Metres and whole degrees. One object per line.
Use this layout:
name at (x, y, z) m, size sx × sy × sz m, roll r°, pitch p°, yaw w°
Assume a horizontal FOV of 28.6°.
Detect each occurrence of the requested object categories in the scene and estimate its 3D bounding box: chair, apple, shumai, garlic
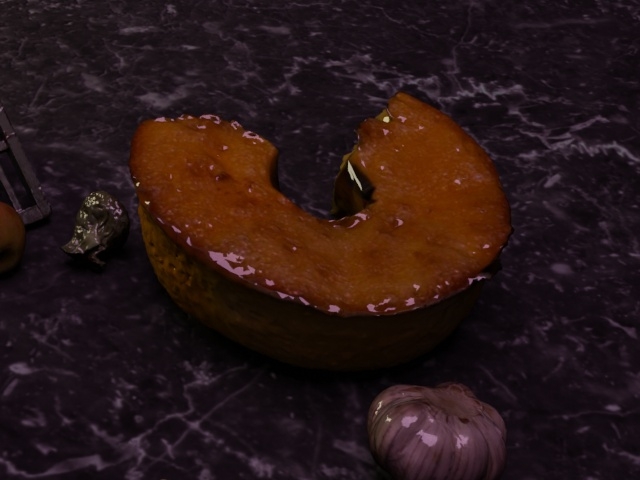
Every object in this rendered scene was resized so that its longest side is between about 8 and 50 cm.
chair at (-0.461, -0.119, 1.549) m, size 0.136 × 0.147 × 0.270 m, roll -26°, pitch 94°, yaw -32°
apple at (-0.375, -0.002, 1.438) m, size 0.084 × 0.084 × 0.071 m, roll -25°, pitch 60°, yaw -33°
shumai at (-0.272, -0.010, 1.478) m, size 0.080 × 0.082 × 0.083 m, roll -29°, pitch 31°, yaw -35°
garlic at (0.116, 0.204, 1.263) m, size 0.147 × 0.102 × 0.159 m, roll 23°, pitch 18°, yaw 20°

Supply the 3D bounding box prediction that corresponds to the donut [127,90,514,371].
donut at (0.000, 0.000, 1.446) m, size 0.435 × 0.163 × 0.378 m, roll -3°, pitch 42°, yaw -16°
